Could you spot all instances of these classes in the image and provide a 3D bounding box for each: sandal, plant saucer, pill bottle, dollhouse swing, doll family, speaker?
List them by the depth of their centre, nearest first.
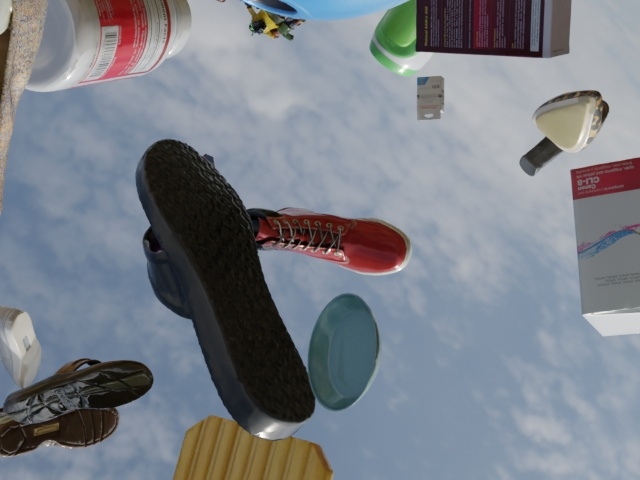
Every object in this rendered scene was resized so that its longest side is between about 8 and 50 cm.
[{"bbox_3d":[0.028,0.114,0.927,0.021,0.119,0.119,14,-139,-33],"label":"plant saucer"},{"bbox_3d":[-0.147,0.052,1.122,0.167,0.107,0.446,20,-143,-47],"label":"sandal"},{"bbox_3d":[-0.358,0.213,1.355,0.060,0.219,0.090,-104,-4,-46],"label":"sandal"},{"bbox_3d":[-0.190,0.455,1.412,0.315,0.346,0.305,4,-87,-57],"label":"dollhouse swing"},{"bbox_3d":[-0.122,-0.455,1.767,0.193,0.111,0.076,53,-131,-15],"label":"doll family"},{"bbox_3d":[-0.426,-0.420,1.770,0.229,0.229,0.407,48,-152,5],"label":"pill bottle"},{"bbox_3d":[0.216,-0.466,1.773,0.131,0.296,0.131,24,-145,-18],"label":"speaker"}]

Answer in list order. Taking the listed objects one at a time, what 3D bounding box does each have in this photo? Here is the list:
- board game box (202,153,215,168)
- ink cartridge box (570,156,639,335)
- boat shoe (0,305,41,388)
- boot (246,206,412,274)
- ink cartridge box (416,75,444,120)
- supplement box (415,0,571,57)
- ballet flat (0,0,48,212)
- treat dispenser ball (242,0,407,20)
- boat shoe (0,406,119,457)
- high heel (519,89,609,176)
[{"bbox_3d":[-0.198,-0.077,1.463,0.020,0.090,0.090,21,-139,-40],"label":"board game box"},{"bbox_3d":[0.365,0.011,1.041,0.128,0.127,0.176,32,-126,-57],"label":"ink cartridge box"},{"bbox_3d":[-0.525,0.181,1.561,0.063,0.184,0.066,20,-129,15],"label":"boat shoe"},{"bbox_3d":[0.000,0.000,1.364,0.244,0.088,0.176,13,-174,30],"label":"boot"},{"bbox_3d":[0.209,-0.267,1.736,0.028,0.048,0.083,9,-99,-68],"label":"ink cartridge box"},{"bbox_3d":[0.263,-0.354,1.420,0.239,0.130,0.073,13,-157,37],"label":"supplement box"},{"bbox_3d":[-0.254,-0.120,0.635,0.107,0.316,0.106,9,-156,-4],"label":"ballet flat"},{"bbox_3d":[0.003,-0.306,0.657,0.288,0.288,0.288,32,-148,-23],"label":"treat dispenser ball"},{"bbox_3d":[-0.487,0.321,1.647,0.095,0.095,0.257,17,-173,41],"label":"boat shoe"},{"bbox_3d":[0.417,-0.209,1.423,0.186,0.261,0.093,-39,-98,-16],"label":"high heel"}]
